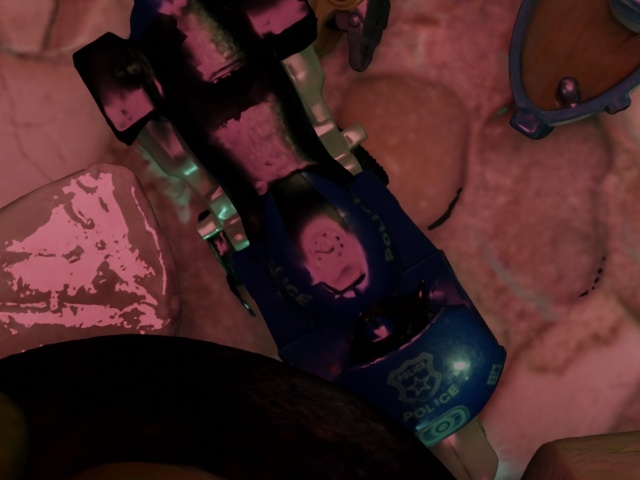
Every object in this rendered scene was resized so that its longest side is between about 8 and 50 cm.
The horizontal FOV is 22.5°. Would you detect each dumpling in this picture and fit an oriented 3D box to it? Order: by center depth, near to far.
[{"bbox_3d":[-0.139,0.052,0.892,0.150,0.092,0.176,43,85,9],"label":"dumpling"}]

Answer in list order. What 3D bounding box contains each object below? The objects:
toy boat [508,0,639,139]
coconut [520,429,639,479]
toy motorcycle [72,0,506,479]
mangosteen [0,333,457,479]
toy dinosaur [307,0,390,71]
[{"bbox_3d":[0.172,-0.147,0.914,0.088,0.102,0.215,34,84,8],"label":"toy boat"},{"bbox_3d":[0.174,0.198,0.814,0.236,0.236,0.204,-12,47,-1],"label":"coconut"},{"bbox_3d":[0.000,0.000,0.846,0.125,0.196,0.331,-32,84,-3],"label":"toy motorcycle"},{"bbox_3d":[-0.107,0.221,0.655,0.382,0.435,0.382,-2,86,31],"label":"mangosteen"},{"bbox_3d":[0.030,-0.228,0.924,0.153,0.094,0.259,-6,87,20],"label":"toy dinosaur"}]
